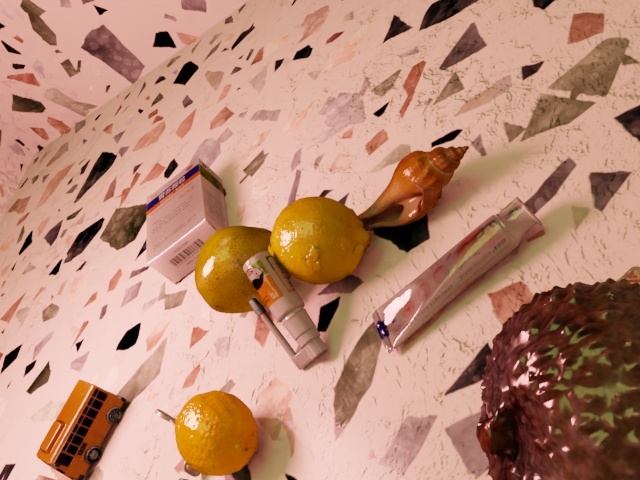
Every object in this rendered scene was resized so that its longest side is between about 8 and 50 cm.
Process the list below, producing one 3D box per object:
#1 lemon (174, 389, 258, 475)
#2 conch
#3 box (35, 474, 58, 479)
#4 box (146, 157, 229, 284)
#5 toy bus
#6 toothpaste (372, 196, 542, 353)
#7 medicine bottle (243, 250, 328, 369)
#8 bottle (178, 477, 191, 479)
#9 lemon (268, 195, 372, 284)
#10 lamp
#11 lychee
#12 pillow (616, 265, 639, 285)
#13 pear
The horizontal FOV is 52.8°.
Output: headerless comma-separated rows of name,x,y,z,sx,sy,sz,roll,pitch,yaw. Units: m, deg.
lemon,-0.188,0.337,1.145,0.142,0.142,0.187,-57,31,-12
conch,0.161,-0.087,1.228,0.093,0.109,0.330,-30,-7,-44
box,-0.429,0.514,1.176,0.058,0.201,0.141,-57,35,-6
box,-0.356,-0.059,1.710,0.200,0.106,0.299,-35,39,14
toy bus,-0.540,0.424,1.446,0.098,0.114,0.201,0,57,47
toothpaste,0.215,0.056,1.059,0.323,0.066,0.100,-42,37,16
medicine bottle,-0.073,0.131,1.201,0.092,0.061,0.220,-44,72,25
bottle,-0.257,0.480,1.176,0.030,0.030,0.083,-13,49,39
lemon,0.000,0.000,1.238,0.206,0.173,0.173,2,58,31
lamp,-0.282,0.390,1.267,0.198,0.050,0.056,19,73,52
lychee,0.302,0.187,0.676,0.300,0.300,0.300,-27,41,26
pillow,0.364,0.145,0.837,0.232,0.043,0.126,-41,39,10
pear,-0.165,0.058,1.336,0.198,0.198,0.198,-27,41,26
